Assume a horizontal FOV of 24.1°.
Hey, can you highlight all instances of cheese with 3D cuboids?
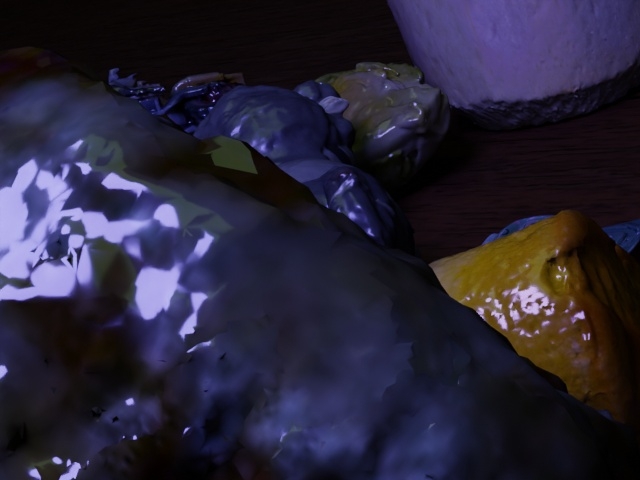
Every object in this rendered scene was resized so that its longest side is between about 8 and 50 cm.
[{"bbox_3d":[0.162,0.002,1.015,0.120,0.026,0.067,-3,28,37],"label":"cheese"}]

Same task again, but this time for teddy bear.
[{"bbox_3d":[-0.012,0.003,1.059,0.171,0.144,0.251,-52,34,15],"label":"teddy bear"}]

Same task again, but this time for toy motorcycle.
[{"bbox_3d":[-0.184,-0.139,1.584,0.229,0.094,0.130,-13,21,7],"label":"toy motorcycle"}]

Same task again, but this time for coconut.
[{"bbox_3d":[0.171,-0.237,1.277,0.239,0.244,0.239,-19,22,8],"label":"coconut"}]

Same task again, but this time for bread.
[{"bbox_3d":[0.123,0.065,0.659,0.094,0.245,0.102,-17,62,21],"label":"bread"}]

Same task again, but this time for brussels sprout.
[{"bbox_3d":[0.035,-0.082,1.245,0.181,0.100,0.139,2,42,43],"label":"brussels sprout"}]

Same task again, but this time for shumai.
[{"bbox_3d":[-0.058,0.182,0.459,0.348,0.395,0.395,-53,29,-10],"label":"shumai"}]
